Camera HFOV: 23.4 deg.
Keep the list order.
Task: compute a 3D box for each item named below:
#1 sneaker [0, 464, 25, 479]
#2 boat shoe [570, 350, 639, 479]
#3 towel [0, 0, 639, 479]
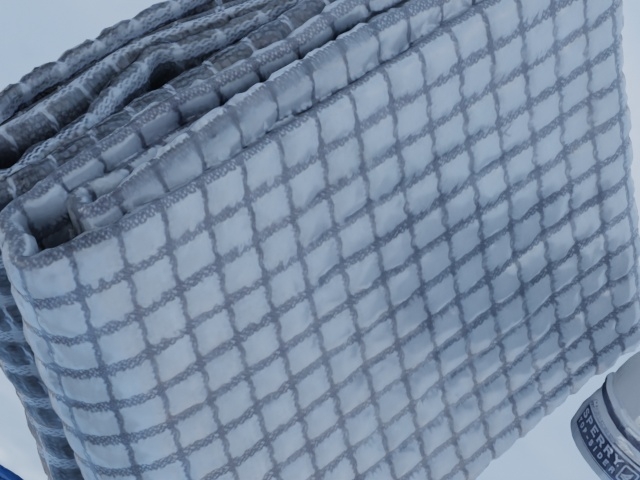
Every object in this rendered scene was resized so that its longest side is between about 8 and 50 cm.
[{"bbox_3d":[-0.087,0.098,0.338,0.067,0.078,0.188,40,-175,9],"label":"sneaker"},{"bbox_3d":[0.220,0.081,0.680,0.267,0.088,0.096,18,-152,-38],"label":"boat shoe"},{"bbox_3d":[0.000,0.000,0.638,0.121,0.283,0.235,31,146,43],"label":"towel"}]
